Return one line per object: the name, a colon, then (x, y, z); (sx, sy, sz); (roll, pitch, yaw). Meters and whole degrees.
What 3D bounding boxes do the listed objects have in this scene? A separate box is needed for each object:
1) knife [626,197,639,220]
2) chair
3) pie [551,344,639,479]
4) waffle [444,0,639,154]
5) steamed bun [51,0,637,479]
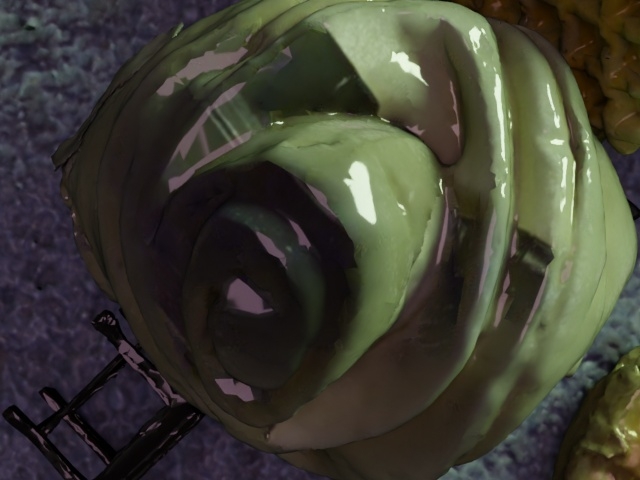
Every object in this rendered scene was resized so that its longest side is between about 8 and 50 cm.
knife: (0.161, -0.061, 0.883); (0.170, 0.010, 0.023); (34, 84, 3)
chair: (-0.102, 0.164, 0.838); (0.113, 0.106, 0.229); (-43, 90, 4)
pie: (0.320, 0.208, 0.843); (0.339, 0.083, 0.340); (0, 92, 2)
waffle: (0.155, -0.179, 0.778); (0.056, 0.250, 0.261); (-24, 87, -25)
steamed bun: (0.000, 0.000, 0.749); (0.394, 0.237, 0.347); (6, 97, 11)
